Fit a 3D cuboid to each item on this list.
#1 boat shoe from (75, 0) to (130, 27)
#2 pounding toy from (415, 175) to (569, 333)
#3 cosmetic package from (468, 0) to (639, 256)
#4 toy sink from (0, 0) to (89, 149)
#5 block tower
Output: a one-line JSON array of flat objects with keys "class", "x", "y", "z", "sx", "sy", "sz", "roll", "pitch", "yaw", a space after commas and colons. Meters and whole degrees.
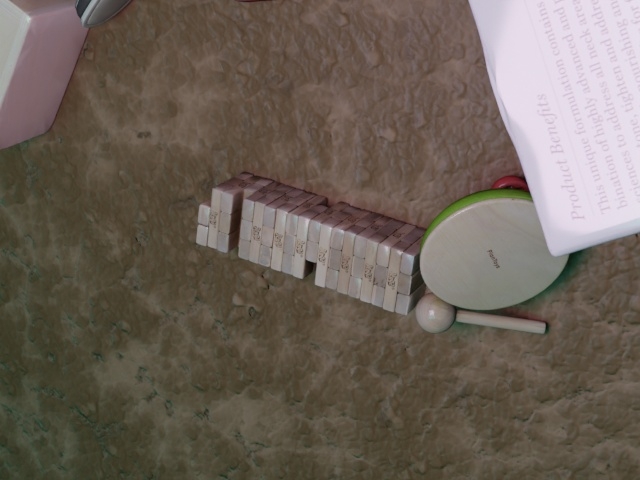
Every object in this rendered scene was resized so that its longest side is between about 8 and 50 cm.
[{"class": "boat shoe", "x": -0.265, "y": -0.386, "z": 1.654, "sx": 0.068, "sy": 0.081, "sz": 0.228, "roll": 48, "pitch": 116, "yaw": 9}, {"class": "pounding toy", "x": 0.204, "y": 0.003, "z": 1.519, "sx": 0.183, "sy": 0.110, "sz": 0.237, "roll": -1, "pitch": 133, "yaw": -5}, {"class": "cosmetic package", "x": 0.398, "y": -0.209, "z": 1.177, "sx": 0.394, "sy": 0.327, "sz": 0.329, "roll": -17, "pitch": 90, "yaw": 32}, {"class": "toy sink", "x": -0.444, "y": -0.266, "z": 1.751, "sx": 0.131, "sy": 0.153, "sz": 0.234, "roll": 36, "pitch": 122, "yaw": 13}, {"class": "block tower", "x": 0.000, "y": 0.000, "z": 1.637, "sx": 0.335, "sy": 0.097, "sz": 0.091, "roll": 17, "pitch": 116, "yaw": 22}]
